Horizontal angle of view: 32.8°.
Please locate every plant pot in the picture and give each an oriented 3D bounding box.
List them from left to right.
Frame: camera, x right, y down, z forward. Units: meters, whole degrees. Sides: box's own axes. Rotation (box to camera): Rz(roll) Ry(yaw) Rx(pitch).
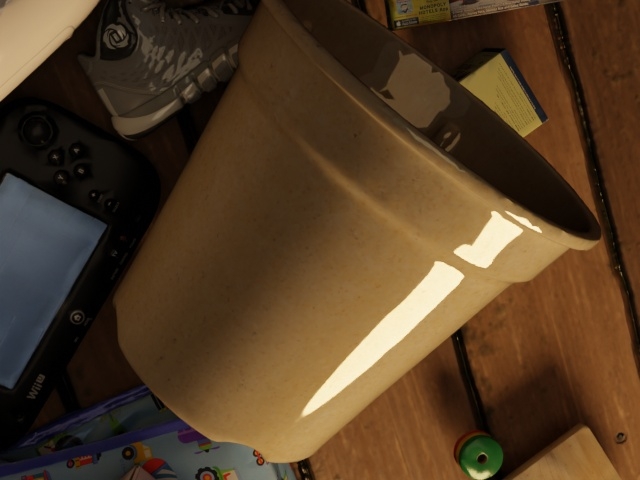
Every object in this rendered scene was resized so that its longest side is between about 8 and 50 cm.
[{"bbox_3d":[0.000,0.000,0.893,0.334,0.334,0.305,34,109,-16],"label":"plant pot"}]

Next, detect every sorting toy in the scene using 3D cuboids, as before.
[{"bbox_3d":[0.256,0.283,1.153,0.132,0.046,0.274,-35,105,-4],"label":"sorting toy"}]

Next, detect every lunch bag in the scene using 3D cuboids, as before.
[{"bbox_3d":[-0.171,0.266,1.025,0.293,0.138,0.221,-20,107,1],"label":"lunch bag"}]

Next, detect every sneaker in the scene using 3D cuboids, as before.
[{"bbox_3d":[-0.115,-0.200,0.963,0.228,0.086,0.132,-35,103,-3],"label":"sneaker"}]

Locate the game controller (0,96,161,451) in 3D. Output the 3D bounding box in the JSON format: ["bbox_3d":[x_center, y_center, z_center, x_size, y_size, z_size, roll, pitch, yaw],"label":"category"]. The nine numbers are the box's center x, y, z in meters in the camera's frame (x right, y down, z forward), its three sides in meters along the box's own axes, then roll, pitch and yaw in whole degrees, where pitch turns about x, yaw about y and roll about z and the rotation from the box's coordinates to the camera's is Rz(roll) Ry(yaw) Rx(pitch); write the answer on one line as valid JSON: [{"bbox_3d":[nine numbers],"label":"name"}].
[{"bbox_3d":[-0.279,0.035,0.976,0.166,0.067,0.319,30,93,-12],"label":"game controller"}]

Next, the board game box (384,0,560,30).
[{"bbox_3d":[0.138,-0.307,1.011,0.194,0.060,0.194,-11,102,-10],"label":"board game box"}]

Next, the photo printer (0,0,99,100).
[{"bbox_3d":[-0.276,-0.149,0.821,0.256,0.307,0.107,-42,106,-1],"label":"photo printer"}]

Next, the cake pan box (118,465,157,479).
[{"bbox_3d":[-0.158,0.355,0.972,0.246,0.070,0.267,41,113,-14],"label":"cake pan box"}]

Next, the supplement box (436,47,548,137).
[{"bbox_3d":[0.157,-0.129,1.049,0.083,0.056,0.083,-36,105,-4],"label":"supplement box"}]
